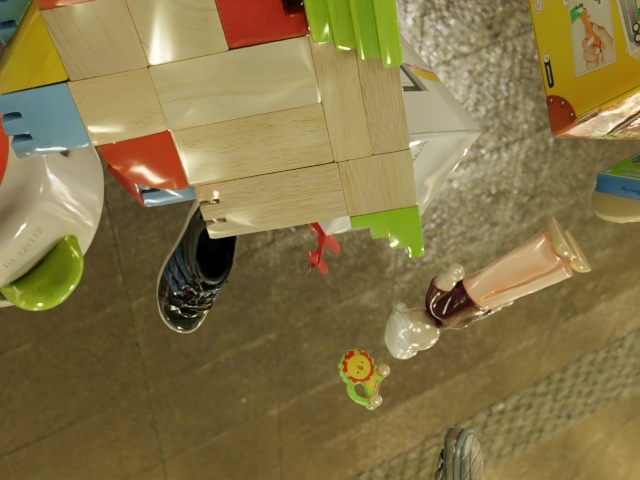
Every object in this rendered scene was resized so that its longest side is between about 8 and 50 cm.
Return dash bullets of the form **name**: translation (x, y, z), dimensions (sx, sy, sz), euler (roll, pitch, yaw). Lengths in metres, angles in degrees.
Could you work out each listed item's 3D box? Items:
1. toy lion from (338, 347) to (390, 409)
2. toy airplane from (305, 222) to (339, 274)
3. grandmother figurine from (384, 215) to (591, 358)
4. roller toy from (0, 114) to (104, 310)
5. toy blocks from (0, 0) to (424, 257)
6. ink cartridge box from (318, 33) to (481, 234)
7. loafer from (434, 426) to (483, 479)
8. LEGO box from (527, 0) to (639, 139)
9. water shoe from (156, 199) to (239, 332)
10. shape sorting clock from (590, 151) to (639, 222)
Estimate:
- **toy lion**: translation (0.076, 0.256, 1.821), dimensions (0.096, 0.100, 0.034), euler (23, 150, -9)
- **toy airplane**: translation (0.000, 0.000, 1.847), dimensions (0.028, 0.151, 0.151), euler (-5, 162, 34)
- **grandmother figurine**: translation (0.244, 0.087, 1.535), dimensions (0.342, 0.104, 0.208), euler (-33, 137, 20)
- **roller toy**: translation (-0.295, -0.047, 0.805), dimensions (0.146, 0.209, 0.191), euler (46, 51, -70)
- **toy blocks**: translation (-0.089, -0.136, 0.592), dimensions (0.261, 0.190, 0.381), euler (-10, 133, 4)
- **ink cartridge box**: translation (0.052, -0.178, 1.424), dimensions (0.197, 0.270, 0.198), euler (-9, 144, -40)
- **loafer**: translation (0.214, 0.408, 1.563), dimensions (0.096, 0.084, 0.267), euler (-46, 134, -44)
- **LEGO box**: translation (0.462, -0.429, 1.322), dimensions (0.193, 0.500, 0.372), euler (-2, 168, -27)
- **water shoe**: translation (-0.145, 0.037, 1.136), dimensions (0.073, 0.080, 0.203), euler (9, 119, -19)
- **shape sorting clock**: translation (0.380, -0.072, 1.002), dimensions (0.206, 0.206, 0.040), euler (-27, 105, -13)
